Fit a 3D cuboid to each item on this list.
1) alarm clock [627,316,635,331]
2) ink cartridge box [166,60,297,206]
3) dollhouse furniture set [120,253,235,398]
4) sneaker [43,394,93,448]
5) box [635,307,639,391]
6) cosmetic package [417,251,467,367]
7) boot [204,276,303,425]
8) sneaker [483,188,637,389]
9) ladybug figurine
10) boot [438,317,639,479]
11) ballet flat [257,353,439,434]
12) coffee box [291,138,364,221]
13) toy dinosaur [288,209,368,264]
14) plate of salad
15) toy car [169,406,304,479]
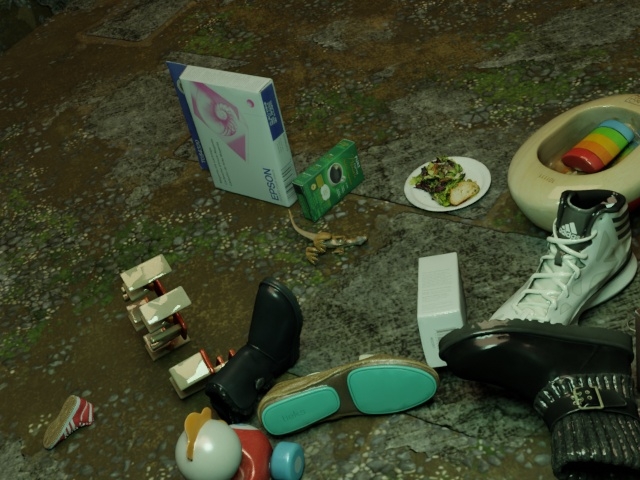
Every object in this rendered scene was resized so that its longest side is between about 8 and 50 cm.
[{"bbox_3d":[0.645,0.119,1.906,0.192,0.064,0.129,-27,40,-16],"label":"alarm clock"},{"bbox_3d":[-0.220,-0.252,2.448,0.330,0.324,0.071,14,46,32],"label":"ink cartridge box"},{"bbox_3d":[-0.280,0.170,2.050,0.135,0.262,0.259,-28,74,-17],"label":"dollhouse furniture set"},{"bbox_3d":[-0.495,0.367,2.042,0.042,0.067,0.118,34,90,41],"label":"sneaker"},{"bbox_3d":[0.638,0.198,1.703,0.168,0.203,0.167,-24,40,-9],"label":"box"},{"bbox_3d":[0.233,0.128,1.963,0.085,0.117,0.231,-10,24,9],"label":"cosmetic package"},{"bbox_3d":[-0.127,0.214,1.930,0.094,0.247,0.207,27,52,25],"label":"boot"},{"bbox_3d":[0.419,0.057,1.905,0.169,0.258,0.447,26,55,40],"label":"sneaker"},{"bbox_3d":[0.587,-0.155,2.170,0.449,0.162,0.305,-35,40,-24],"label":"ladybug figurine"},{"bbox_3d":[0.367,0.270,1.697,0.347,0.131,0.260,2,57,6],"label":"boot"},{"bbox_3d":[0.048,0.273,1.920,0.342,0.116,0.124,-17,19,5],"label":"ballet flat"},{"bbox_3d":[0.020,-0.141,2.401,0.040,0.113,0.184,22,53,41],"label":"coffee box"},{"bbox_3d":[0.000,0.000,2.294,0.211,0.064,0.112,14,29,20],"label":"toy dinosaur"},{"bbox_3d":[0.288,-0.138,2.352,0.199,0.048,0.200,-10,40,9],"label":"plate of salad"},{"bbox_3d":[-0.174,0.364,1.766,0.219,0.238,0.210,3,43,22],"label":"toy car"}]
